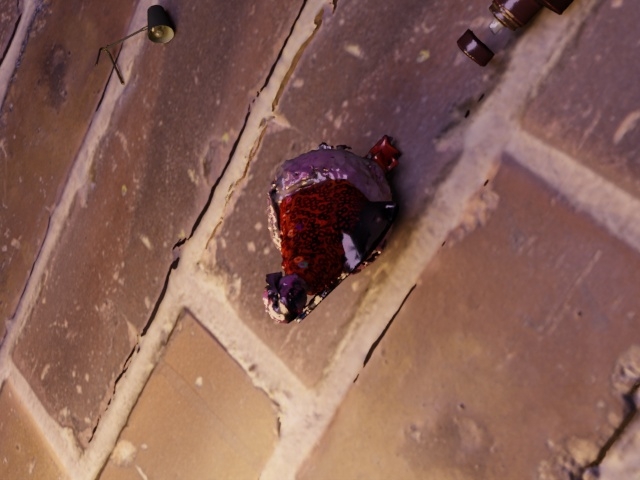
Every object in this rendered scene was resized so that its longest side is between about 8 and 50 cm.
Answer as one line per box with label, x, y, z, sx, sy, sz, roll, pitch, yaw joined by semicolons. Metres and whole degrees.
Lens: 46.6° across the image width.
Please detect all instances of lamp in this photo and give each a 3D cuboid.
lamp;-0.232;-0.253;0.930;0.121;0.041;0.054;-30;63;30

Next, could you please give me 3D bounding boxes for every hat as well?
hat;0.004;0.001;0.632;0.140;0.227;0.129;-24;108;20

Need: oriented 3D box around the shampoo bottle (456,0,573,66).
shampoo bottle;0.198;-0.236;0.582;0.236;0.068;0.067;-47;62;24
